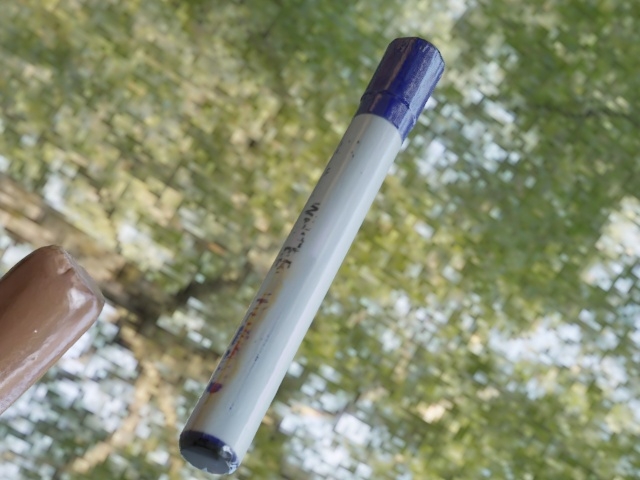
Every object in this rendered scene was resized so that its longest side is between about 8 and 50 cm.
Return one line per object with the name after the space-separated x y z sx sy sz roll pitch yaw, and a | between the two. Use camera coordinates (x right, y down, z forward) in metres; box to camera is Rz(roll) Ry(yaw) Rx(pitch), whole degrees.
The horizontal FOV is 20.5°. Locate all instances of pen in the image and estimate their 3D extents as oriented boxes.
0.000 0.000 0.845 0.033 0.033 0.269 -19 -146 46 | pen

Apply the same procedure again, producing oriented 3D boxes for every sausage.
-0.109 0.037 0.593 0.083 0.034 0.034 -43 -147 7 | sausage
